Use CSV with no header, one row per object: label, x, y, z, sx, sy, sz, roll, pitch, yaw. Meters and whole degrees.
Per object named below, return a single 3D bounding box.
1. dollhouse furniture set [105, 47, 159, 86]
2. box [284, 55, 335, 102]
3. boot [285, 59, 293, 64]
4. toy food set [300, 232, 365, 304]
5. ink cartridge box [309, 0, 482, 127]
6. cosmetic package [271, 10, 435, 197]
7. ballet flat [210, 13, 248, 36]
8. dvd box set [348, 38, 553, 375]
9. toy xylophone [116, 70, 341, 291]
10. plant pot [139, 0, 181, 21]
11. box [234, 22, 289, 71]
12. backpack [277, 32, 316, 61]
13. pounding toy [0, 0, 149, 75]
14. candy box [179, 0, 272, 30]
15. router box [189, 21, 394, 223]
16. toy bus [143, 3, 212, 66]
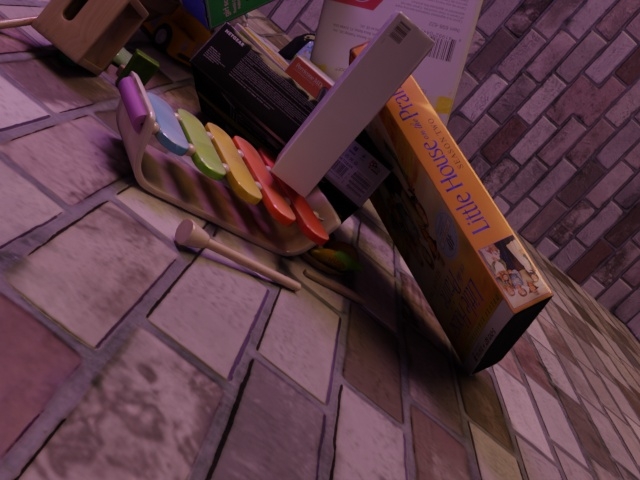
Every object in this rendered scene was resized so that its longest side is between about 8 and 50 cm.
dollhouse furniture set,-0.279,-0.272,1.048,0.076,0.058,0.152,31,19,-33
box,-0.040,-0.223,1.273,0.130,0.170,0.091,40,16,-3
boot,0.000,-0.382,1.556,0.076,0.208,0.190,22,42,-37
toy food set,0.000,0.000,1.013,0.132,0.038,0.192,28,20,-39
ink cartridge box,0.121,-0.309,1.366,0.279,0.385,0.160,17,13,6
cosmetic package,0.038,-0.168,0.879,0.060,0.239,0.099,38,17,-11
ballet flat,-0.272,-0.573,1.600,0.147,0.147,0.409,47,-2,20
dvd box set,0.156,-0.036,1.018,0.307,0.062,0.420,86,-22,-67
toy xylophone,-0.104,-0.061,0.855,0.322,0.081,0.236,23,24,-48
plant pot,-0.362,-0.438,1.205,0.237,0.110,0.237,37,15,-12
box,-0.121,-0.339,1.498,0.203,0.114,0.103,48,18,19
backpack,0.087,-0.392,1.948,0.290,0.273,0.355,29,31,-56
pounding toy,-0.311,-0.279,0.903,0.100,0.141,0.130,40,1,-5
candy box,-0.130,-0.530,1.215,0.268,0.317,0.122,50,-18,27
router box,-0.050,-0.158,1.080,0.309,0.081,0.243,41,-9,-2
toy bus,-0.301,-0.471,1.394,0.333,0.130,0.108,50,18,29
